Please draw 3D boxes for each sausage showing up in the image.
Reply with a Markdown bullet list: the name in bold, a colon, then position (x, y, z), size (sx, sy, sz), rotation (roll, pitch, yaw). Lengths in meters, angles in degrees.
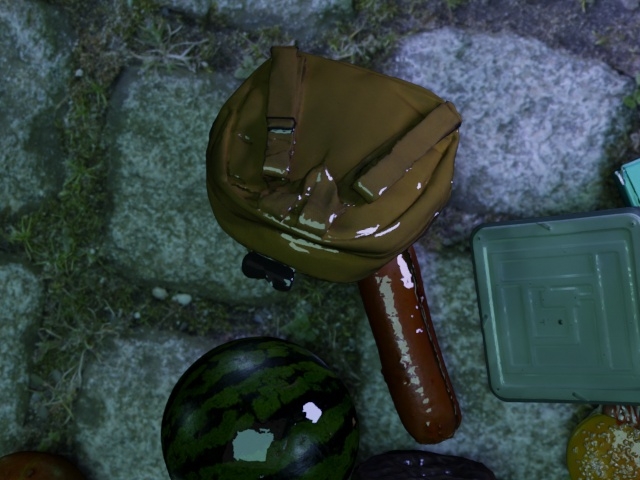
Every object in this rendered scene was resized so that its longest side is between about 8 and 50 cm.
- **sausage**: position (0.125, 0.140, 1.347), size (0.102, 0.102, 0.331), rotation (-16, 90, 10)

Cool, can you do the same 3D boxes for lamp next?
- **lamp**: position (0.348, 0.097, 1.277), size (0.266, 0.047, 0.269), rotation (-6, 93, 38)

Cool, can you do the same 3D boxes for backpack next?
- **backpack**: position (0.004, -0.101, 1.240), size (0.353, 0.378, 0.201), rotation (22, 135, 15)

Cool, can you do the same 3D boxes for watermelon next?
- **watermelon**: position (-0.087, 0.281, 1.299), size (0.285, 0.285, 0.285), rotation (0, 92, 10)

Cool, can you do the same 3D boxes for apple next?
- **apple**: position (-0.453, 0.425, 1.422), size (0.195, 0.196, 0.196), rotation (0, 92, 10)

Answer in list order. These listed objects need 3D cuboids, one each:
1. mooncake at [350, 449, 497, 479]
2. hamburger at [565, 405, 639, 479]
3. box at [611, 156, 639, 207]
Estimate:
- **mooncake**: position (0.148, 0.377, 1.289), size (0.228, 0.228, 0.124), rotation (-2, 91, 10)
- **hamburger**: position (0.457, 0.319, 1.283), size (0.210, 0.116, 0.173), rotation (32, 98, 12)
- **box**: position (0.586, -0.069, 1.246), size (0.311, 0.118, 0.205), rotation (-25, 84, 10)
